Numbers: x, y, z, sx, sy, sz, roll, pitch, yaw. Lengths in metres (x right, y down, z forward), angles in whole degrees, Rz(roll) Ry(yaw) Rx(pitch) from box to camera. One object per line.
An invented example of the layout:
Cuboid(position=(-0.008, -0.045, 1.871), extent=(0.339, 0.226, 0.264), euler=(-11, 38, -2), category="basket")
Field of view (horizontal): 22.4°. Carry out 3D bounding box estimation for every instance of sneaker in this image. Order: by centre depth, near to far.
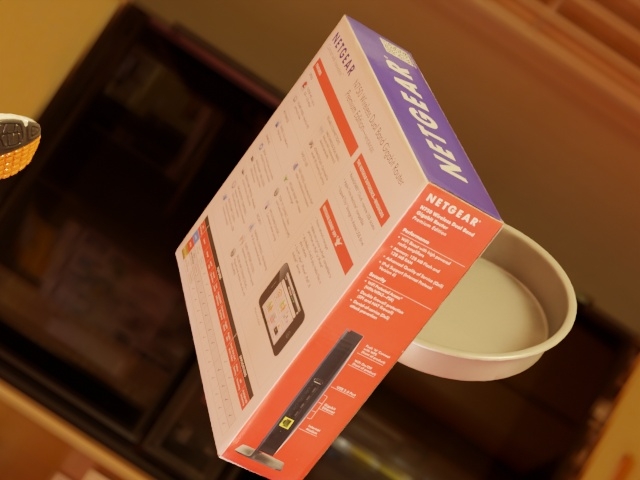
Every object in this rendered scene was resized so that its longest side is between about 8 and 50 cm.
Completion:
Cuboid(position=(-0.494, -0.141, 2.119), extent=(0.262, 0.121, 0.099), euler=(-10, -48, -40), category="sneaker")

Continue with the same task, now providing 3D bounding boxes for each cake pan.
Cuboid(position=(0.148, 0.059, 1.868), extent=(0.293, 0.293, 0.054), euler=(-61, -11, -55), category="cake pan")

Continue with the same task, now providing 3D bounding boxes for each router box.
Cuboid(position=(0.000, 0.000, 1.436), extent=(0.301, 0.082, 0.335), euler=(-53, 27, 20), category="router box")
